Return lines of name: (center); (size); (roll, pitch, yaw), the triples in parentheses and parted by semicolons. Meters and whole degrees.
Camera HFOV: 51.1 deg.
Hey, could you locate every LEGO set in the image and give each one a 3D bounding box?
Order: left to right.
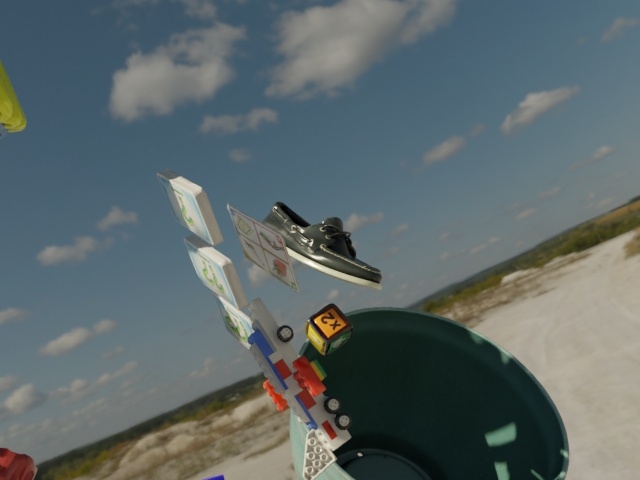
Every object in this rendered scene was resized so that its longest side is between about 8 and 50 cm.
LEGO set: (-0.055, 0.060, 0.506); (0.060, 0.182, 0.244); (-31, 34, -24)

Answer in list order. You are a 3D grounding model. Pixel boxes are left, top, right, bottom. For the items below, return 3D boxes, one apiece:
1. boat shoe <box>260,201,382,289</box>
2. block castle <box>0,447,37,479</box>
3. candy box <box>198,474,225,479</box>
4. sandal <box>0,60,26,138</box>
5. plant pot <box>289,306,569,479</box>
boat shoe: (0.002, 0.001, 1.363); (0.127, 0.113, 0.340); (23, 1, -44)
block castle: (-0.629, 0.253, 0.902); (0.303, 0.213, 0.453); (-8, -49, 11)
candy box: (-0.311, 0.524, 1.210); (0.268, 0.122, 0.317); (-8, -22, -21)
sandal: (-0.379, -0.157, 0.615); (0.138, 0.126, 0.317); (-26, -4, -6)
plant pot: (0.095, 0.242, 0.749); (0.293, 0.293, 0.196); (-16, -46, -38)
